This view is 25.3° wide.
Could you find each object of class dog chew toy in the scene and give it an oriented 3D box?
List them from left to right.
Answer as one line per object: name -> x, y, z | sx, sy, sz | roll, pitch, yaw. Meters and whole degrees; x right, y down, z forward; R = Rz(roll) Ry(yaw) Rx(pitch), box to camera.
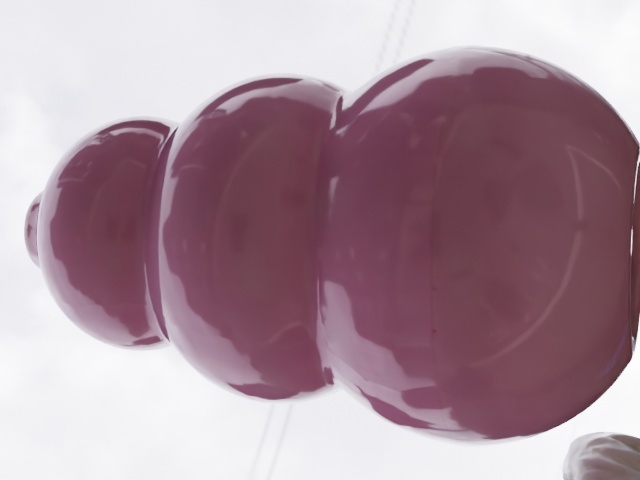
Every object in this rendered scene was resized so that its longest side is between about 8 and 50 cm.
dog chew toy -> 0.000, 0.000, 0.758 | 0.206, 0.332, 0.206 | 2, -90, -74

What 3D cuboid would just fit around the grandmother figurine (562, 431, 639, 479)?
grandmother figurine -> 0.148, 0.282, 0.838 | 0.104, 0.208, 0.342 | 11, -88, -26
